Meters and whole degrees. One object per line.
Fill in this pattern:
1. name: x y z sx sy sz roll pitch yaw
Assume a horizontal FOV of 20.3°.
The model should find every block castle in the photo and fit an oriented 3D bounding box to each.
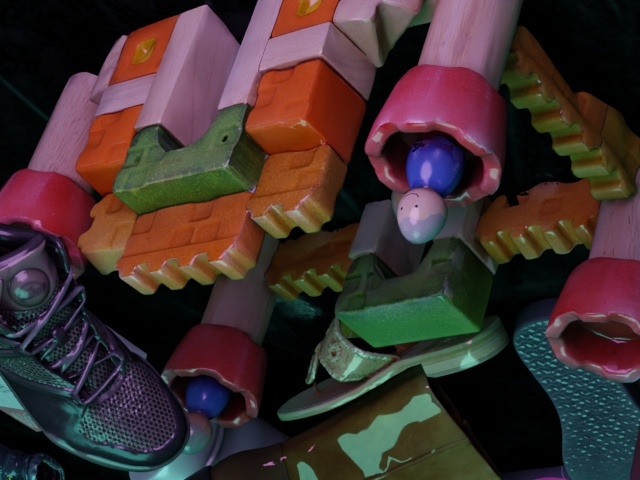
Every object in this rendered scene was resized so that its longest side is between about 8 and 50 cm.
1. block castle: 0.000 0.000 1.275 0.453 0.213 0.303 -11 138 39

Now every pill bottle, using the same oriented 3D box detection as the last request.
1. pill bottle: -0.068 0.247 1.771 0.229 0.131 0.131 33 146 -23

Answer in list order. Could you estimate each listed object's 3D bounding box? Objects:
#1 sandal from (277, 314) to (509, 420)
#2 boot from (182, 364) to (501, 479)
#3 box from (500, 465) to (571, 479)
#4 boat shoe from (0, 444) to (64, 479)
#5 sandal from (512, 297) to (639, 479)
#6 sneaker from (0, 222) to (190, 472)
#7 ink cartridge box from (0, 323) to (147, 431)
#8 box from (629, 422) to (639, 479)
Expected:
1. sandal: 0.047 0.084 1.538 0.240 0.088 0.079 -20 101 36
2. boot: 0.035 0.262 1.674 0.280 0.096 0.264 -26 114 7
3. box: 0.195 0.320 1.722 0.247 0.163 0.142 -12 134 39
4. boat shoe: -0.325 0.298 2.045 0.083 0.065 0.183 6 146 22
5. sandal: 0.241 0.134 1.527 0.097 0.054 0.254 -7 132 24
6. sneaker: -0.179 0.071 1.219 0.227 0.087 0.130 46 163 -1
7. ink cartridge box: -0.251 0.118 1.726 0.115 0.067 0.198 38 145 -30
8. box: 0.374 0.178 1.402 0.203 0.168 0.167 -10 140 37
